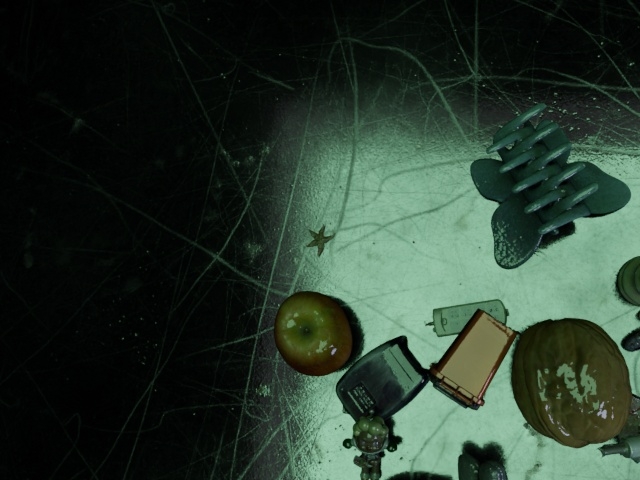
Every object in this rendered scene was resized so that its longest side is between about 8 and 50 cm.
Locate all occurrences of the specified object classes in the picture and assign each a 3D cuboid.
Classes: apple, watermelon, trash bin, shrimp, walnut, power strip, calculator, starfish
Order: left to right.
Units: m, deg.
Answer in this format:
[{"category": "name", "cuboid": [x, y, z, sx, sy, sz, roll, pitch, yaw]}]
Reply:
[{"category": "apple", "cuboid": [-0.017, 0.254, 1.952, 0.210, 0.173, 0.235, -13, 71, 16]}, {"category": "starfish", "cuboid": [0.000, 0.000, 2.058, 0.092, 0.016, 0.086, -17, 82, 8]}, {"category": "calculator", "cuboid": [0.163, 0.392, 1.959, 0.268, 0.040, 0.177, -41, 75, 11]}, {"category": "power strip", "cuboid": [0.393, 0.210, 1.929, 0.226, 0.029, 0.080, -11, 81, 12]}, {"category": "trash bin", "cuboid": [0.392, 0.300, 1.828, 0.161, 0.184, 0.239, 33, 94, 9]}, {"category": "walnut", "cuboid": [0.605, 0.345, 1.743, 0.276, 0.252, 0.313, -8, 76, 21]}, {"category": "watermelon", "cuboid": [0.793, 0.455, 1.789, 0.139, 0.071, 0.187, -10, 75, 2]}, {"category": "shrimp", "cuboid": [0.842, 0.234, 1.795, 0.165, 0.065, 0.057, -24, 54, 17]}]

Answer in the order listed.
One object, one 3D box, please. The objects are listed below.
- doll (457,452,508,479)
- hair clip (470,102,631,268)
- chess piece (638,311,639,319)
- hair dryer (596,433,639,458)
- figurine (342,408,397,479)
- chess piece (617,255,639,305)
[{"category": "doll", "cuboid": [0.439, 0.696, 1.786, 0.245, 0.158, 0.341, -9, 87, 53]}, {"category": "hair clip", "cuboid": [0.564, -0.158, 1.832, 0.392, 0.238, 0.319, -29, 75, 9]}, {"category": "chess piece", "cuboid": [0.829, 0.189, 1.795, 0.042, 0.093, 0.042, -1, 84, 13]}, {"category": "hair dryer", "cuboid": [0.809, 0.467, 1.697, 0.356, 0.107, 0.173, -4, 81, -15]}, {"category": "figurine", "cuboid": [0.131, 0.552, 1.903, 0.147, 0.093, 0.197, 1, 95, 10]}, {"category": "chess piece", "cuboid": [0.808, 0.094, 1.735, 0.133, 0.243, 0.133, -1, 84, 13]}]
